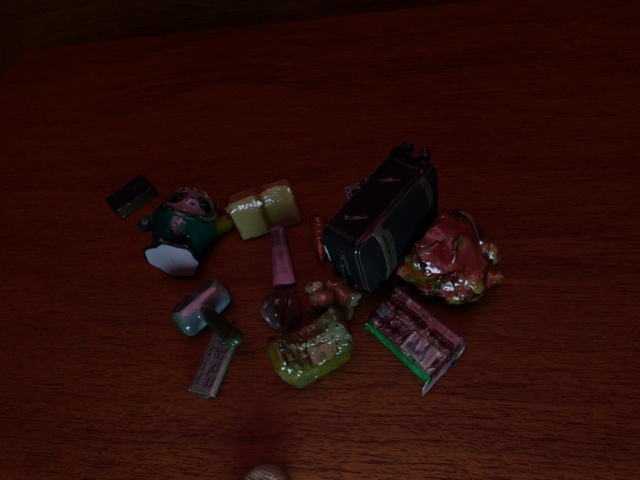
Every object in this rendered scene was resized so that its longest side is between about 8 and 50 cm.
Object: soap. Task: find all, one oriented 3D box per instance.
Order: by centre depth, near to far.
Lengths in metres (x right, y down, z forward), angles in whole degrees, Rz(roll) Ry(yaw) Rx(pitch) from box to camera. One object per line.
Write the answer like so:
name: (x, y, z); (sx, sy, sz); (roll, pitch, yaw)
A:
soap: (0.277, 0.286, 1.303); (0.218, 0.098, 0.273); (-39, 57, -18)

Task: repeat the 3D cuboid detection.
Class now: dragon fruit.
dragon fruit: (0.424, 0.058, 1.323); (0.263, 0.296, 0.314); (38, 79, 15)

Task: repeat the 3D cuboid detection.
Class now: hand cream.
hand cream: (-0.144, 0.058, 1.576); (0.080, 0.048, 0.255); (-12, 54, 0)

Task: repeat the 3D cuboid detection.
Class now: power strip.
power strip: (-0.329, 0.370, 1.393); (0.092, 0.034, 0.267); (9, 57, 17)

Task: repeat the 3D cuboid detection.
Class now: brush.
brush: (-0.816, -0.193, 1.876); (0.197, 0.059, 0.123); (-41, 59, -19)

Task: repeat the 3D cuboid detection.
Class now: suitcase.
suitcase: (0.199, -0.061, 1.313); (0.194, 0.283, 0.434); (33, 69, 31)

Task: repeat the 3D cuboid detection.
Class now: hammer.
hammer: (-0.335, 0.252, 1.382); (0.206, 0.118, 0.336); (-44, 39, -18)

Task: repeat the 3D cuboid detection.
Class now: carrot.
carrot: (0.000, 0.000, 1.587); (0.072, 0.072, 0.204); (-9, 59, 4)

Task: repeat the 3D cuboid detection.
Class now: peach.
peach: (0.238, 0.050, 1.501); (0.189, 0.068, 0.279); (-12, 53, 4)

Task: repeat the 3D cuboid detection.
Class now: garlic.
garlic: (-0.132, 0.247, 1.404); (0.131, 0.127, 0.193); (4, 75, 9)

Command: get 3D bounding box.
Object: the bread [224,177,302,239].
bread: (-0.235, -0.171, 1.681); (0.264, 0.198, 0.236); (-18, 46, -5)

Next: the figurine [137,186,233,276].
figurine: (-0.506, -0.049, 1.629); (0.324, 0.231, 0.339); (17, 47, -8)

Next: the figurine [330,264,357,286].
figurine: (0.082, 0.072, 1.485); (0.095, 0.114, 0.156); (-7, 51, -7)

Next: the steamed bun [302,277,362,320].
steamed bun: (0.041, 0.198, 1.374); (0.193, 0.177, 0.106); (-4, 63, -6)

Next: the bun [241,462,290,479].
bun: (-0.146, 0.671, 1.104); (0.164, 0.111, 0.188); (0, 56, 32)

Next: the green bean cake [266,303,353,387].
green bean cake: (-0.021, 0.314, 1.259); (0.236, 0.232, 0.124); (-27, 60, -8)

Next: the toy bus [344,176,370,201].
toy bus: (0.236, -0.160, 1.592); (0.276, 0.164, 0.133); (-20, 68, -3)
